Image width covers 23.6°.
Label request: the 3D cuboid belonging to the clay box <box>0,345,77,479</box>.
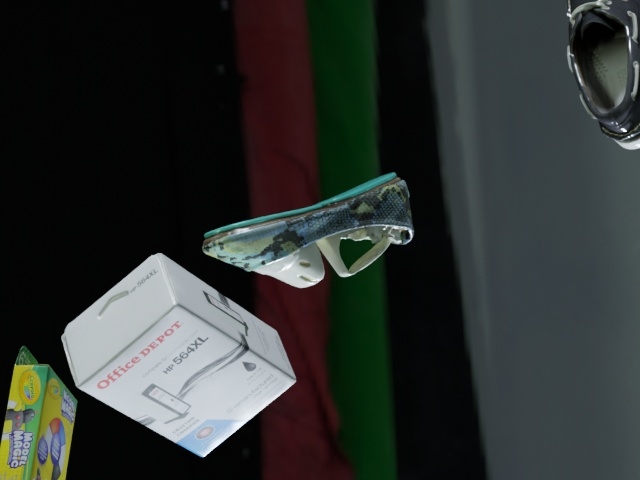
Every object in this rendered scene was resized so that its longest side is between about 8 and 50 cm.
[{"bbox_3d":[-0.365,0.258,1.978,0.127,0.053,0.222,71,-158,-61],"label":"clay box"}]

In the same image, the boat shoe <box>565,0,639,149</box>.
[{"bbox_3d":[0.154,-0.108,0.832,0.038,0.046,0.125,29,-134,-44],"label":"boat shoe"}]

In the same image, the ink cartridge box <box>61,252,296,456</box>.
[{"bbox_3d":[-0.150,0.125,1.628,0.203,0.148,0.086,36,-160,-42],"label":"ink cartridge box"}]

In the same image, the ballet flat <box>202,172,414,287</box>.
[{"bbox_3d":[0.000,0.000,1.113,0.188,0.070,0.070,-19,-76,-37],"label":"ballet flat"}]
